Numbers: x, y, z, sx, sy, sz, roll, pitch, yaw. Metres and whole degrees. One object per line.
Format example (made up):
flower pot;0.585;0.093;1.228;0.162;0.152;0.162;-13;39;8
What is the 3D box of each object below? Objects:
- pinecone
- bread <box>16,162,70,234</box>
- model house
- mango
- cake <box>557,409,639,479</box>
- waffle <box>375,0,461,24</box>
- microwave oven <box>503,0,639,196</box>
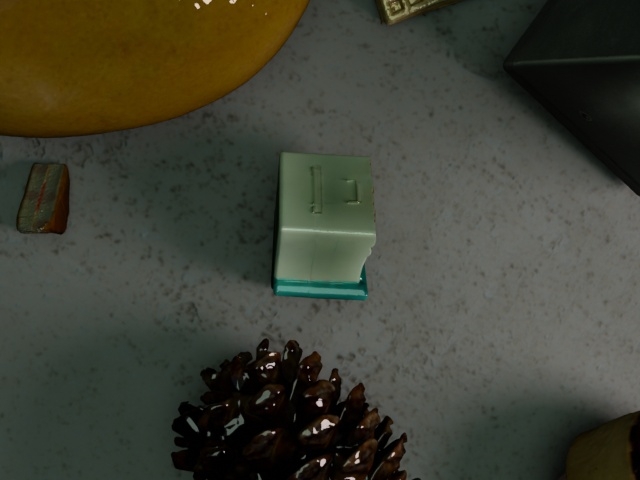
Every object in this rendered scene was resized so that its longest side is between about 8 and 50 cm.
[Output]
pinecone;-0.026;0.229;1.092;0.224;0.224;0.272;-28;79;-4
bread;-0.290;-0.029;1.157;0.043;0.109;0.062;0;132;0
model house;0.000;0.000;1.143;0.100;0.149;0.127;5;46;-5
mango;-0.216;-0.249;1.062;0.446;0.232;0.300;-11;123;-14
cake;0.319;0.294;1.136;0.185;0.207;0.178;21;127;-38
waffle;0.122;-0.302;1.196;0.148;0.042;0.102;-20;91;-5
microwave oven;0.446;-0.265;1.043;0.236;0.374;0.432;38;84;-19
